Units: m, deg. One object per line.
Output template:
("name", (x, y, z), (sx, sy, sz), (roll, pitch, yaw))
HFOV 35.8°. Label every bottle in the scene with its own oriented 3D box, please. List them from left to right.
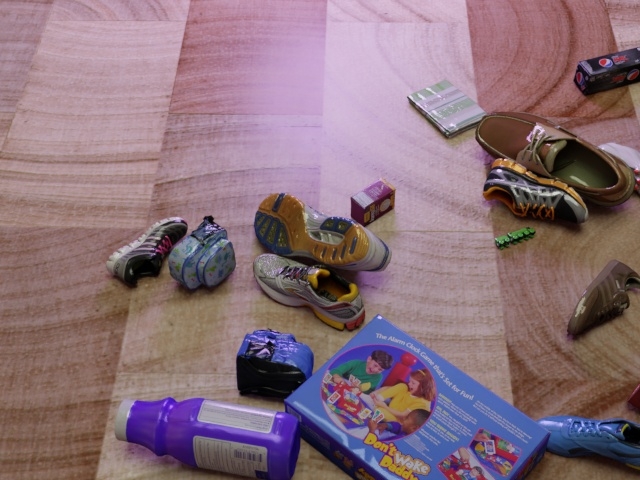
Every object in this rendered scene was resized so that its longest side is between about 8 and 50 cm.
("bottle", (-0.174, 0.300, 1.536), (0.283, 0.118, 0.092), (8, 49, 9))

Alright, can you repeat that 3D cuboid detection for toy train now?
("toy train", (0.367, -0.007, 1.868), (0.083, 0.017, 0.024), (-19, 40, -16))

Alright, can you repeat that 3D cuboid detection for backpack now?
("backpack", (-0.212, 0.033, 1.784), (0.084, 0.105, 0.114), (36, 60, 29))
("backpack", (-0.070, 0.201, 1.636), (0.120, 0.098, 0.101), (10, 46, 11))

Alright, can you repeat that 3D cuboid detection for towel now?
("towel", (0.271, -0.282, 2.117), (0.113, 0.023, 0.152), (-24, 50, -22))

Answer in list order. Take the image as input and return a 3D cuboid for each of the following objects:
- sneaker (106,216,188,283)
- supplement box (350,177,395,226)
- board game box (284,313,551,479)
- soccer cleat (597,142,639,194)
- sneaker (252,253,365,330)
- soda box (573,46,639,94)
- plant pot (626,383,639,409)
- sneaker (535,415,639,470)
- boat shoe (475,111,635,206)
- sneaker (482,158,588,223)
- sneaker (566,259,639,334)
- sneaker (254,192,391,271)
("sneaker", (-0.306, 0.024, 1.824), (0.170, 0.063, 0.075), (-35, 56, -21))
("supplement box", (0.101, -0.074, 1.907), (0.083, 0.055, 0.043), (-33, 56, -24))
("board game box", (0.148, 0.296, 1.559), (0.347, 0.078, 0.233), (34, 57, 27))
("soccer cleat", (0.628, -0.137, 1.950), (0.076, 0.068, 0.196), (-27, 51, -30))
("sneaker", (-0.019, 0.071, 1.755), (0.225, 0.093, 0.088), (22, 53, 21))
("soda box", (0.641, -0.371, 2.160), (0.169, 0.060, 0.053), (-15, 51, -13))
("plant pot", (0.688, 0.191, 1.542), (0.236, 0.267, 0.267), (40, 59, 16))
("sneaker", (0.432, 0.299, 1.542), (0.209, 0.082, 0.069), (8, 51, 21))
("boat shoe", (0.452, -0.171, 1.917), (0.324, 0.120, 0.122), (25, 95, 22))
("sneaker", (0.409, -0.077, 1.897), (0.215, 0.084, 0.083), (27, 67, 27))
("sneaker", (0.501, 0.105, 1.732), (0.071, 0.066, 0.188), (30, 56, 23))
("sneaker", (0.000, 0.000, 1.825), (0.296, 0.131, 0.112), (25, 90, 43))
